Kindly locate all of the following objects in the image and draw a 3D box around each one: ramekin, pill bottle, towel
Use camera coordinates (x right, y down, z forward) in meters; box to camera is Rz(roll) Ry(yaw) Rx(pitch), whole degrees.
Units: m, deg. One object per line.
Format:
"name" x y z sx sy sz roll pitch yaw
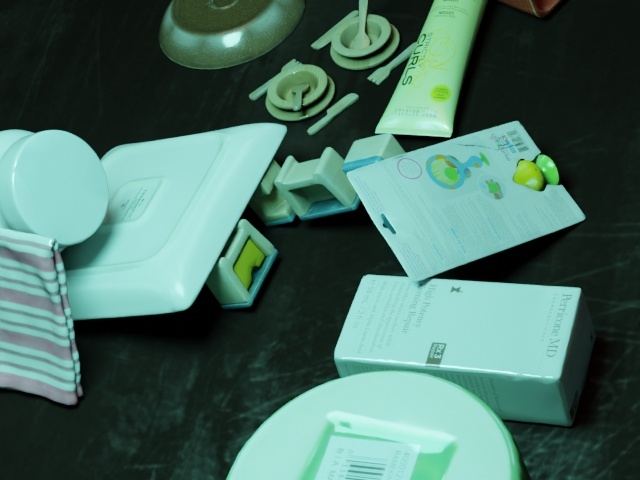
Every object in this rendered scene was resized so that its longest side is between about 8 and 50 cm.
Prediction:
"ramekin" 0.056 0.260 1.536 0.303 0.148 0.303 -11 45 11
"pill bottle" -0.360 -0.039 1.917 0.265 0.153 0.153 -11 39 47
"towel" -0.326 0.077 1.829 0.144 0.197 0.029 8 27 27

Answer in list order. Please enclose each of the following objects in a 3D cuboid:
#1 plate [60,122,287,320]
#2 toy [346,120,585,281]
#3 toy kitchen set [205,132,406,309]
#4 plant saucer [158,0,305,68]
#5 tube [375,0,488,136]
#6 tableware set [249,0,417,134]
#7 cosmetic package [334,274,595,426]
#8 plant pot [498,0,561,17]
"plate" -0.201 -0.029 1.936 0.278 0.045 0.277 -6 44 38
"toy" 0.147 -0.035 1.810 0.237 0.056 0.137 -20 67 -30
"toy kitchen set" 0.000 0.000 1.861 0.207 0.122 0.166 -10 41 40
"plant saucer" -0.119 -0.299 2.227 0.199 0.036 0.198 -10 44 10
"tube" 0.142 -0.214 2.034 0.070 0.062 0.240 -34 29 53
"tableware set" 0.012 -0.216 2.093 0.194 0.039 0.128 -40 47 -19
"cosmetic package" 0.142 0.105 1.702 0.231 0.085 0.117 1 49 23
"plant pot" 0.218 -0.463 2.120 0.236 0.267 0.267 16 54 47
